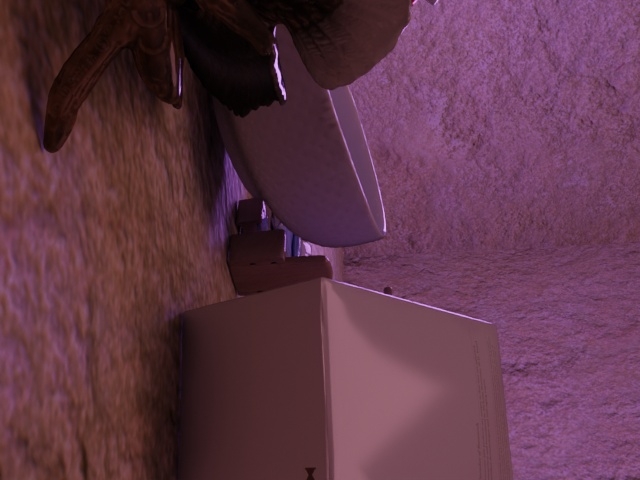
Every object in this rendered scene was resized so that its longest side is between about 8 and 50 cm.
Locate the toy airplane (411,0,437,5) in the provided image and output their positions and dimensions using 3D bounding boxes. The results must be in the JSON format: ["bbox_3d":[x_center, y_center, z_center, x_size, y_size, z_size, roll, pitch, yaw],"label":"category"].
[{"bbox_3d":[0.047,-0.546,1.349,0.384,0.272,0.386,55,5,5],"label":"toy airplane"}]

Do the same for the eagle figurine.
[{"bbox_3d":[-0.065,-0.200,0.486,0.225,0.226,0.298,65,16,-14],"label":"eagle figurine"}]

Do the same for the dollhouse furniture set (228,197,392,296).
[{"bbox_3d":[0.000,0.000,1.053,0.286,0.198,0.303,82,6,-48],"label":"dollhouse furniture set"}]

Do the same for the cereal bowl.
[{"bbox_3d":[-0.035,-0.145,0.855,0.339,0.141,0.339,-18,90,-81],"label":"cereal bowl"}]

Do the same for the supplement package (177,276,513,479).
[{"bbox_3d":[0.033,0.156,0.686,0.293,0.177,0.175,18,64,-47],"label":"supplement package"}]
